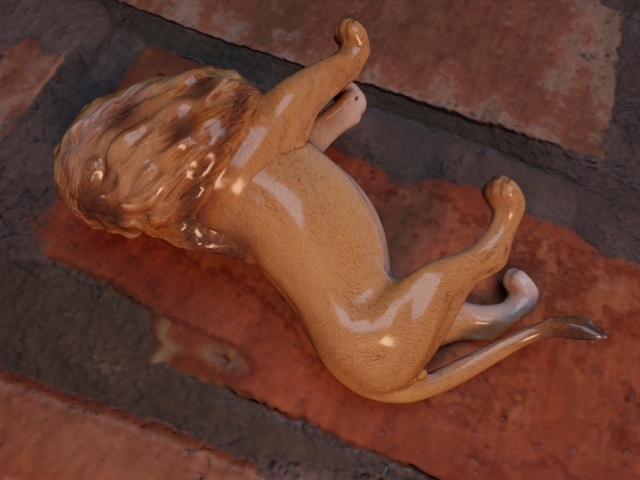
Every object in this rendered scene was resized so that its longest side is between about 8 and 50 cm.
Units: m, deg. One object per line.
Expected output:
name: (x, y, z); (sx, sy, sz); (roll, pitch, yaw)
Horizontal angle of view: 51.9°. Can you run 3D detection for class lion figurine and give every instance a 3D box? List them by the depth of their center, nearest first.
lion figurine: (0.000, 0.000, 0.489); (0.240, 0.142, 0.392); (-41, 78, -16)
